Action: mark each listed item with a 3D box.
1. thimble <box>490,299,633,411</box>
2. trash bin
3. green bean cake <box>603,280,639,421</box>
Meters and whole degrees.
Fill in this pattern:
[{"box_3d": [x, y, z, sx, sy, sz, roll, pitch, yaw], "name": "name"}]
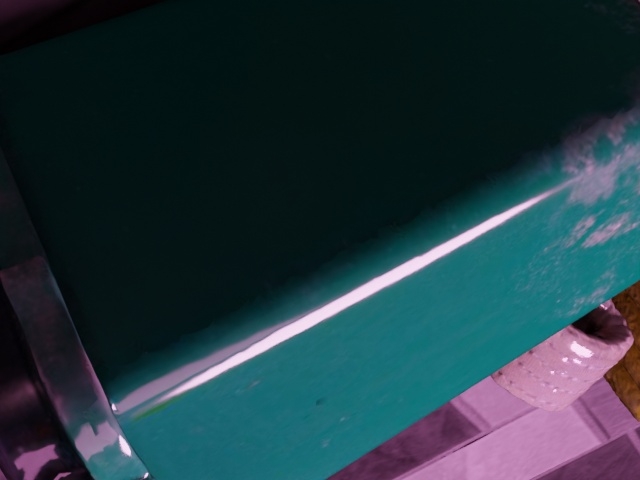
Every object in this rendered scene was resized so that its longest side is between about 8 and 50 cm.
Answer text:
[{"box_3d": [0.199, 0.082, 0.954, 0.115, 0.102, 0.090, 1, 137, -44], "name": "thimble"}, {"box_3d": [0.000, 0.000, 0.585, 0.381, 0.295, 0.259, -26, 148, -6], "name": "trash bin"}, {"box_3d": [0.377, 0.056, 0.999, 0.236, 0.124, 0.233, -15, 145, -12], "name": "green bean cake"}]
